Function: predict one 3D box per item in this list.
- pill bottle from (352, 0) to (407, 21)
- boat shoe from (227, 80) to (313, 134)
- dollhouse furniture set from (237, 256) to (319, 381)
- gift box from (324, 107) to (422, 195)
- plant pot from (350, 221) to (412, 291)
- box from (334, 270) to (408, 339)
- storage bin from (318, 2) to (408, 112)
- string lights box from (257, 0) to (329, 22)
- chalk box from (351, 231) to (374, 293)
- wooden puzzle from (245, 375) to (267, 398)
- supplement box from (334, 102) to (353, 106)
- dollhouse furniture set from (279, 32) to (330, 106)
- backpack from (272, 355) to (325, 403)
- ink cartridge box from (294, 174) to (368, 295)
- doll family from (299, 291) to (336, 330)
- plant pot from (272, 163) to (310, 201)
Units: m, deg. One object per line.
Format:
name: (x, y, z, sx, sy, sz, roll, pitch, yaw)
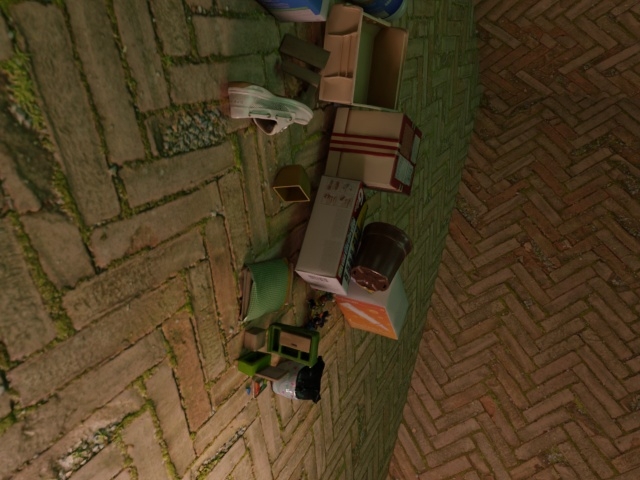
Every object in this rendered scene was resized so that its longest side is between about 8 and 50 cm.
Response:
pill bottle: (0.185, -0.798, 1.450, 0.272, 0.152, 0.153, -13, 111, -61)
boat shoe: (-0.120, -0.303, 1.098, 0.277, 0.098, 0.096, -2, 102, -54)
dollhouse furniture set: (-0.106, 0.209, 1.246, 0.197, 0.151, 0.302, -13, 111, -61)
gift box: (0.165, -0.270, 1.484, 0.276, 0.258, 0.255, 19, 84, -64)
plant pot: (0.182, 0.059, 1.414, 0.165, 0.166, 0.167, -62, 149, -30)
box: (0.207, 0.234, 1.797, 0.168, 0.214, 0.345, -66, 152, -24)
storage bin: (0.132, -0.522, 1.329, 0.262, 0.123, 0.261, -13, 114, -51)
string lights box: (-0.095, -0.573, 0.996, 0.259, 0.133, 0.077, 5, 95, -64)
chalk box: (0.141, 0.067, 1.579, 0.132, 0.213, 0.132, -52, 178, -16)
wooden puzzle: (-0.177, 0.418, 1.339, 0.116, 0.014, 0.079, -45, 138, -48)
supplement box: (0.098, -0.558, 1.452, 0.130, 0.073, 0.240, -38, 133, -51)
dollhouse furniture set: (-0.068, -0.429, 1.225, 0.151, 0.123, 0.144, 133, -23, -72)
backpack: (-0.068, 0.447, 1.454, 0.182, 0.115, 0.152, 19, 71, -62)
ink cartridge box: (0.051, -0.002, 1.424, 0.272, 0.129, 0.310, 58, 45, -67)
doll family: (-0.013, 0.249, 1.536, 0.111, 0.075, 0.193, -2, 104, -68)
plant pot: (-0.074, -0.163, 1.259, 0.081, 0.081, 0.083, 51, 43, -57)
